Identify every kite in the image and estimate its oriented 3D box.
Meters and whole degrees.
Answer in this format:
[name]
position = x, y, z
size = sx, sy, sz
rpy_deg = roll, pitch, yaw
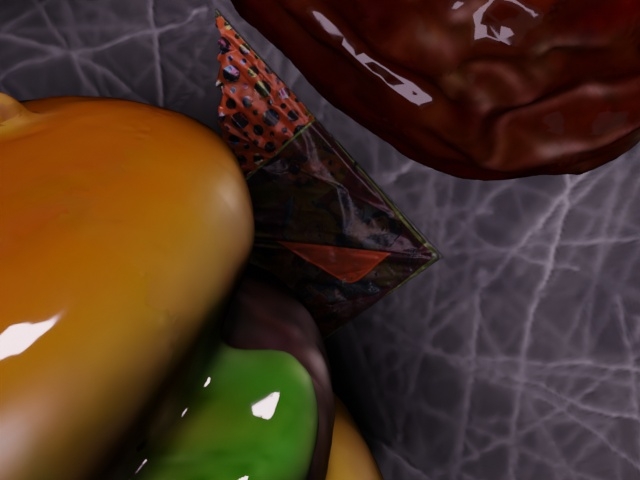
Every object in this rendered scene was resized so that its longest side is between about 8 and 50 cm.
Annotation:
[kite]
position = 0.000, 0.000, 0.605
size = 0.125, 0.008, 0.222
rpy_deg = 6, 106, 10

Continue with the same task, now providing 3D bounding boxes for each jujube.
[jujube]
position = 0.042, -0.136, 0.480
size = 0.250, 0.174, 0.174
rpy_deg = 41, 110, -10

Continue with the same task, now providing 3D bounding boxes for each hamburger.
[hamburger]
position = -0.159, 0.101, 0.469
size = 0.395, 0.396, 0.278
rpy_deg = -17, 111, 18
